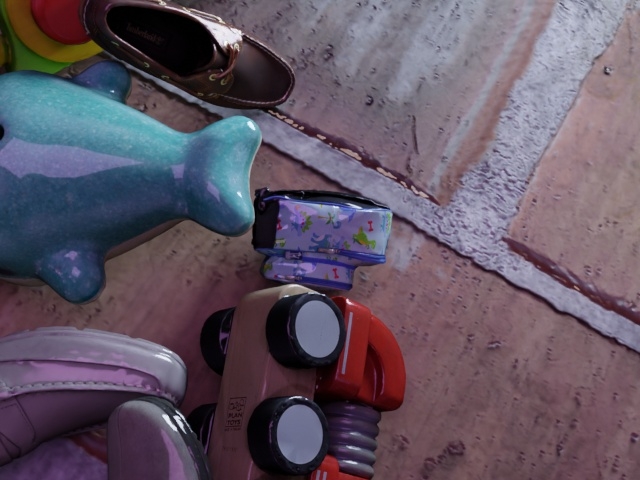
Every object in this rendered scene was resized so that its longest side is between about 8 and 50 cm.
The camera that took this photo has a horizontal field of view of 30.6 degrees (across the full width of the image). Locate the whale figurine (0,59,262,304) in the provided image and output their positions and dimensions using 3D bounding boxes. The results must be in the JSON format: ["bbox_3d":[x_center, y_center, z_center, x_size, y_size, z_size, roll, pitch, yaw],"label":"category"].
[{"bbox_3d":[-0.188,-0.059,0.943,0.271,0.141,0.216,0,69,14],"label":"whale figurine"}]

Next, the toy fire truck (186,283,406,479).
[{"bbox_3d":[0.035,0.167,0.919,0.246,0.158,0.217,24,66,-35],"label":"toy fire truck"}]

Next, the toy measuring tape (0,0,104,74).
[{"bbox_3d":[-0.180,-0.250,1.048,0.330,0.121,0.121,-31,75,-15],"label":"toy measuring tape"}]

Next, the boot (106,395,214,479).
[{"bbox_3d":[-0.147,0.227,0.781,0.161,0.083,0.247,5,70,-47],"label":"boot"}]

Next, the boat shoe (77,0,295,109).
[{"bbox_3d":[-0.107,-0.160,1.007,0.207,0.073,0.073,16,97,-30],"label":"boat shoe"}]

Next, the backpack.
[{"bbox_3d":[0.000,0.000,0.986,0.114,0.105,0.084,4,92,-7],"label":"backpack"}]

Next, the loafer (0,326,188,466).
[{"bbox_3d":[-0.261,0.137,0.902,0.319,0.112,0.112,-6,56,2],"label":"loafer"}]
